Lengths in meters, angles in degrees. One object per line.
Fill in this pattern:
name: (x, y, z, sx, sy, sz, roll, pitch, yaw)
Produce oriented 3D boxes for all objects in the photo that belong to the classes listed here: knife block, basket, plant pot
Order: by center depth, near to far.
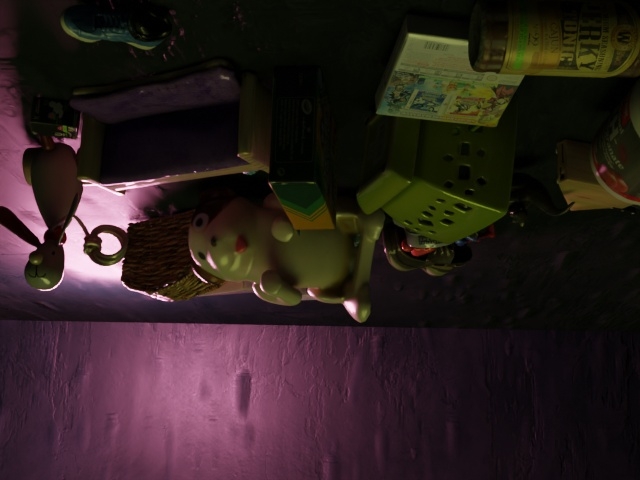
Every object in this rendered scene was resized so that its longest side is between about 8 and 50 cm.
plant pot: (0.191, -0.143, 1.543, 0.207, 0.228, 0.227, 14, 162, -15)
knife block: (0.611, -0.128, 1.786, 0.242, 0.088, 0.275, -5, 163, 22)
basket: (-0.345, 0.059, 2.339, 0.299, 0.213, 0.223, -9, 160, 36)

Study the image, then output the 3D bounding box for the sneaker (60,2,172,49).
sneaker: (-0.286, -0.312, 1.272, 0.152, 0.058, 0.084, 8, 170, -35)

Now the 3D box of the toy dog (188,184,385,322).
toy dog: (-0.101, -0.009, 2.063, 0.408, 0.285, 0.395, 5, -159, -18)

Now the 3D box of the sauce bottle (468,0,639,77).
sauce bottle: (0.382, -0.280, 1.227, 0.344, 0.111, 0.111, 0, 165, 0)

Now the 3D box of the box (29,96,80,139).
box: (-0.486, -0.223, 1.635, 0.083, 0.052, 0.062, 6, 163, -13)

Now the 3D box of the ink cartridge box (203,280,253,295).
ink cartridge box: (-0.203, 0.088, 2.510, 0.197, 0.114, 0.273, -10, 175, 36)

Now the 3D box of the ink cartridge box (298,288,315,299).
ink cartridge box: (0.012, 0.095, 2.451, 0.175, 0.127, 0.072, -4, 165, 22)

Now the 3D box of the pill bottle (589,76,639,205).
pill bottle: (0.560, -0.183, 1.421, 0.176, 0.176, 0.318, 2, 164, -1)

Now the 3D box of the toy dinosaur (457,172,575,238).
toy dinosaur: (0.376, -0.092, 1.844, 0.313, 0.160, 0.121, -16, 118, 45)

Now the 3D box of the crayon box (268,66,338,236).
crayon box: (-0.021, -0.145, 1.582, 0.083, 0.203, 0.323, 0, 165, 7)

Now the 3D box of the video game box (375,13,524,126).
video game box: (0.204, -0.255, 1.368, 0.205, 0.048, 0.187, 5, 146, -11)

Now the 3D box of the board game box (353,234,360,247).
board game box: (0.000, 0.000, 2.418, 0.201, 0.035, 0.136, 5, 165, -12)

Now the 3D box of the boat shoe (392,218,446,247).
boat shoe: (0.208, -0.099, 1.868, 0.135, 0.156, 0.367, -4, -167, 5)

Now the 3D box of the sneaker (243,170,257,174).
sneaker: (-0.133, -0.189, 1.711, 0.083, 0.071, 0.190, 16, 152, -22)

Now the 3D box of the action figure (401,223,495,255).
action figure: (0.292, -0.040, 2.173, 0.280, 0.139, 0.091, -14, 174, -38)

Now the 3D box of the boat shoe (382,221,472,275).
boat shoe: (0.279, 0.007, 2.287, 0.130, 0.132, 0.355, -19, 165, 30)

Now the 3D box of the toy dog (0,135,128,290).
toy dog: (-0.527, -0.086, 1.749, 0.220, 0.334, 0.161, -22, 147, -5)

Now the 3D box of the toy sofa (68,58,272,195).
toy sofa: (-0.263, -0.188, 1.555, 0.362, 0.150, 0.177, -5, 164, 25)
